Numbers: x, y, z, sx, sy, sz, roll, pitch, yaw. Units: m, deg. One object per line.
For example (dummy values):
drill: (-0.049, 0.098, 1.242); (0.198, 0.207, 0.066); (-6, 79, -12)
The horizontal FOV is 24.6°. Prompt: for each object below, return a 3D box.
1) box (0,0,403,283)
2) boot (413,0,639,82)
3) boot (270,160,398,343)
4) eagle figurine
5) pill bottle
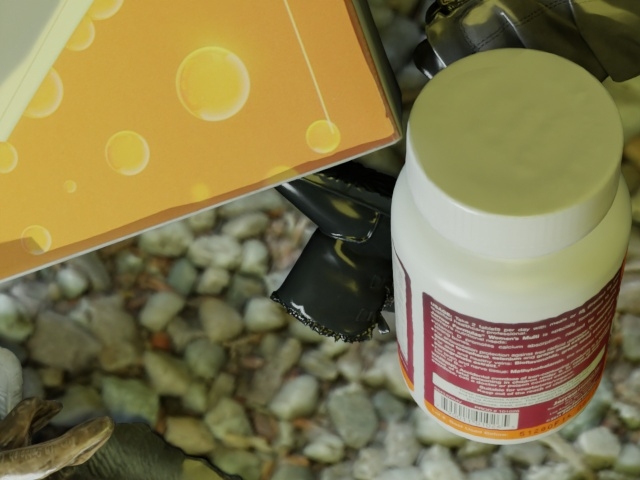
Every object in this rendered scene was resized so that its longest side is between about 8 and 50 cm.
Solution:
box: (-0.154, -0.103, 0.731); (0.345, 0.168, 0.215); (-20, 101, 7)
boot: (0.184, -0.110, 0.789); (0.222, 0.118, 0.338); (-35, 97, 15)
boot: (0.000, 0.000, 0.857); (0.121, 0.045, 0.099); (23, 115, -8)
eagle figurine: (-0.153, 0.215, 0.887); (0.226, 0.225, 0.298); (9, 155, 37)
pill bottle: (0.098, 0.009, 0.766); (0.121, 0.121, 0.221); (-5, 147, 1)
